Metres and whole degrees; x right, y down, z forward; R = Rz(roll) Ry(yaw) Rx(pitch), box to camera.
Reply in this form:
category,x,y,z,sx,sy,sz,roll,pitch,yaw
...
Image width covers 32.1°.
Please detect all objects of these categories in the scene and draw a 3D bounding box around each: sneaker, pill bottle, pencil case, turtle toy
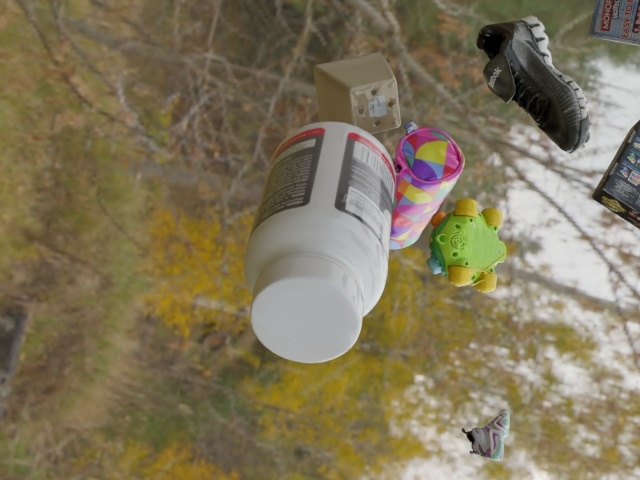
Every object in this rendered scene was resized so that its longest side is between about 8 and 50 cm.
category,x,y,z,sx,sy,sz,roll,pitch,yaw
sneaker,0.250,0.290,1.695,0.098,0.069,0.038,-61,152,-52
pill bottle,0.000,0.000,1.395,0.318,0.176,0.176,-79,-175,-54
sneaker,0.265,-0.200,1.439,0.078,0.106,0.234,111,-32,-48
pencil case,0.127,-0.073,1.603,0.236,0.104,0.104,109,-6,-63
turtle toy,0.160,0.009,1.217,0.066,0.130,0.095,0,-100,41

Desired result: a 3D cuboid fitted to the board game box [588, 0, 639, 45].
category,x,y,z,sx,sy,sz,roll,pitch,yaw
board game box,0.350,-0.197,1.013,0.194,0.194,0.060,-29,131,-70

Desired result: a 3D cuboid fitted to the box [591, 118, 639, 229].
category,x,y,z,sx,sy,sz,roll,pitch,yaw
box,0.619,-0.090,1.986,0.175,0.220,0.051,-56,177,-23

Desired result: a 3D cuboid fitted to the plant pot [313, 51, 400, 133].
category,x,y,z,sx,sy,sz,roll,pitch,yaw
plant pot,0.061,-0.204,1.623,0.096,0.109,0.109,-135,-146,-62
